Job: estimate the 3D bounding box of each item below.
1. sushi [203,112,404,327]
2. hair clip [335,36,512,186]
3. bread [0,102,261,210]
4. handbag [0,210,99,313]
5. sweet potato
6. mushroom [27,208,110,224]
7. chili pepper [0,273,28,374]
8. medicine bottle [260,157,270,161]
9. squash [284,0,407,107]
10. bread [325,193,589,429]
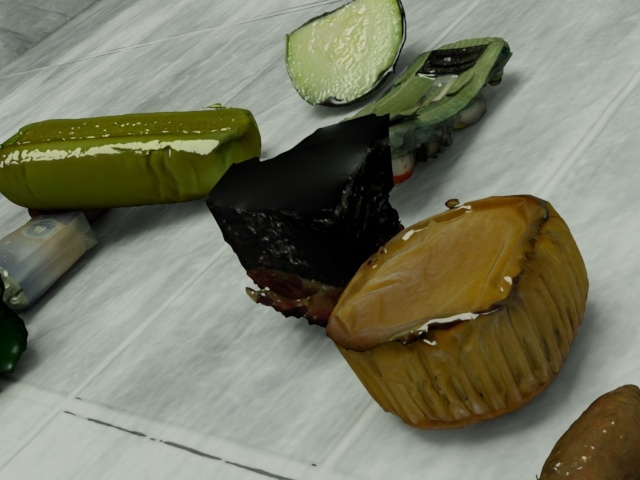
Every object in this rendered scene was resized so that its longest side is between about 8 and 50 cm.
[{"bbox_3d":[0.000,0.000,0.907,0.172,0.150,0.153,-11,31,34],"label":"sushi"},{"bbox_3d":[0.111,-0.136,1.122,0.138,0.091,0.321,-5,25,41],"label":"hair clip"},{"bbox_3d":[-0.262,-0.106,1.366,0.384,0.112,0.166,-3,27,15],"label":"bread"},{"bbox_3d":[-0.397,0.027,1.346,0.117,0.095,0.173,-8,30,40],"label":"handbag"},{"bbox_3d":[0.153,0.159,0.571,0.065,0.051,0.218,-9,32,33],"label":"sweet potato"},{"bbox_3d":[-0.356,-0.072,1.501,0.170,0.080,0.135,-38,41,-18],"label":"mushroom"},{"bbox_3d":[-0.465,0.097,1.209,0.261,0.165,0.174,11,65,50],"label":"chili pepper"},{"bbox_3d":[-0.058,-0.039,1.110,0.058,0.091,0.058,-24,26,13],"label":"medicine bottle"},{"bbox_3d":[0.053,-0.250,1.425,0.192,0.085,0.184,-23,55,19],"label":"squash"},{"bbox_3d":[0.109,0.054,0.753,0.199,0.104,0.199,-27,21,11],"label":"bread"}]
